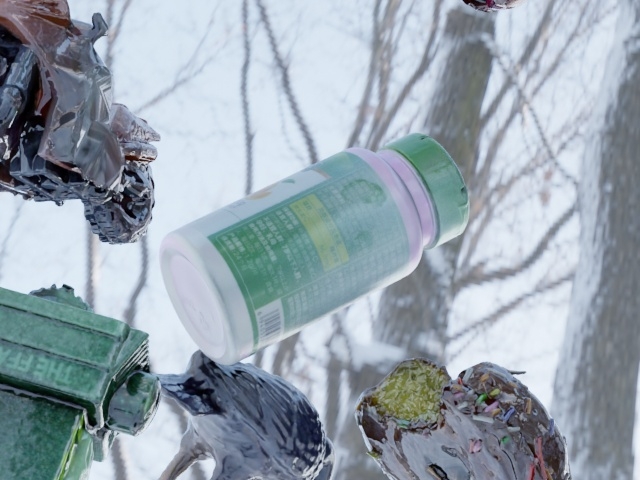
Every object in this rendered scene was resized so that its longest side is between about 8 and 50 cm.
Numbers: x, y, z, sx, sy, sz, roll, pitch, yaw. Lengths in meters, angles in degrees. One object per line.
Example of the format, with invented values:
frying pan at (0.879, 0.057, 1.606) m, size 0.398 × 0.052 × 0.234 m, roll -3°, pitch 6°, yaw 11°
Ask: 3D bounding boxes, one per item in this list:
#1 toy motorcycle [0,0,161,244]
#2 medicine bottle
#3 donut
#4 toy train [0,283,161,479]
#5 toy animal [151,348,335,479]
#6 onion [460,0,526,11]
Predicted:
toy motorcycle at (-0.149, -0.077, 1.002) m, size 0.084 × 0.118 × 0.212 m, roll -5°, pitch -19°, yaw 23°
medicine bottle at (0.000, 0.000, 1.578) m, size 0.274 × 0.133 × 0.133 m, roll -25°, pitch -57°, yaw -23°
donut at (0.151, 0.202, 1.695) m, size 0.216 × 0.096 × 0.230 m, roll 50°, pitch -33°, yaw -5°
toy train at (-0.283, 0.105, 1.210) m, size 0.330 × 0.178 × 0.138 m, roll 16°, pitch -30°, yaw 4°
toy animal at (-0.080, 0.203, 1.662) m, size 0.122 × 0.185 × 0.298 m, roll 33°, pitch -24°, yaw 46°
onion at (0.141, -0.253, 1.301) m, size 0.150 × 0.140 × 0.150 m, roll 42°, pitch -35°, yaw 39°
